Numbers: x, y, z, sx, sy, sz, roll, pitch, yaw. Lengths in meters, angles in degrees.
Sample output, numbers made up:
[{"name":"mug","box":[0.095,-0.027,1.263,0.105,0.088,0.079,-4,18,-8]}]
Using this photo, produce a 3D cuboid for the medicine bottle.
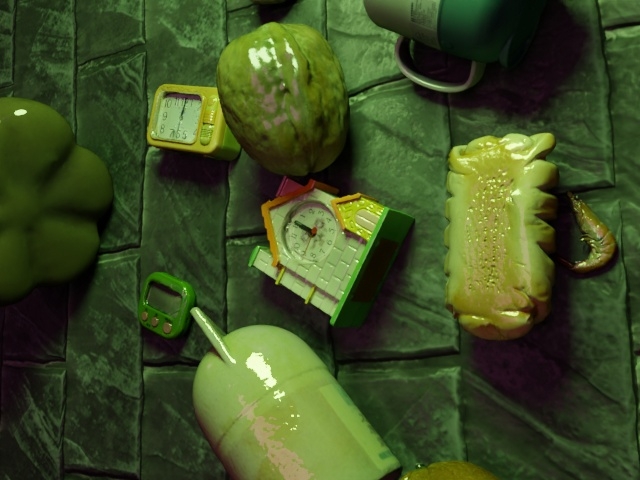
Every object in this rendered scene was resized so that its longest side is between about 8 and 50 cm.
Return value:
[{"name":"medicine bottle","box":[-0.076,0.294,1.072,0.236,0.235,0.406,-49,63,17]}]

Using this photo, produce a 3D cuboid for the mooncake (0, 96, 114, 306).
[{"name":"mooncake","box":[-0.699,-0.082,1.368,0.262,0.467,0.467,13,91,34]}]

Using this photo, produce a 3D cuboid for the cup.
[{"name":"cup","box":[0.213,-0.382,1.012,0.257,0.219,0.290,31,131,24]}]

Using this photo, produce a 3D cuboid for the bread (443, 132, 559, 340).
[{"name":"bread","box":[0.274,-0.005,0.967,0.172,0.121,0.311,1,84,34]}]

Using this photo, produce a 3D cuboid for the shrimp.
[{"name":"shrimp","box":[0.386,-0.013,0.957,0.091,0.025,0.127,-27,73,27]}]

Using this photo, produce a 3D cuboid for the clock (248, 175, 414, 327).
[{"name":"clock","box":[0.000,0.000,1.139,0.255,0.106,0.220,29,99,31]}]

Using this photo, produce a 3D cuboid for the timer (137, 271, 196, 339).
[{"name":"timer","box":[-0.327,0.139,1.353,0.140,0.047,0.128,19,95,31]}]

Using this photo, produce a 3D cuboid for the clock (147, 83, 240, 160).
[{"name":"clock","box":[-0.262,-0.250,1.336,0.202,0.096,0.143,11,93,32]}]

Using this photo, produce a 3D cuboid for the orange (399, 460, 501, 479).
[{"name":"orange","box":[0.188,0.444,0.890,0.264,0.264,0.264,-4,82,30]}]

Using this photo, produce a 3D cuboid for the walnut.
[{"name":"walnut","box":[-0.064,-0.249,1.143,0.283,0.227,0.283,49,148,45]}]

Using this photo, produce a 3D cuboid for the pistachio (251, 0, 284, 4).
[{"name":"pistachio","box":[-0.081,-0.576,1.257,0.135,0.136,0.226,25,91,31]}]
